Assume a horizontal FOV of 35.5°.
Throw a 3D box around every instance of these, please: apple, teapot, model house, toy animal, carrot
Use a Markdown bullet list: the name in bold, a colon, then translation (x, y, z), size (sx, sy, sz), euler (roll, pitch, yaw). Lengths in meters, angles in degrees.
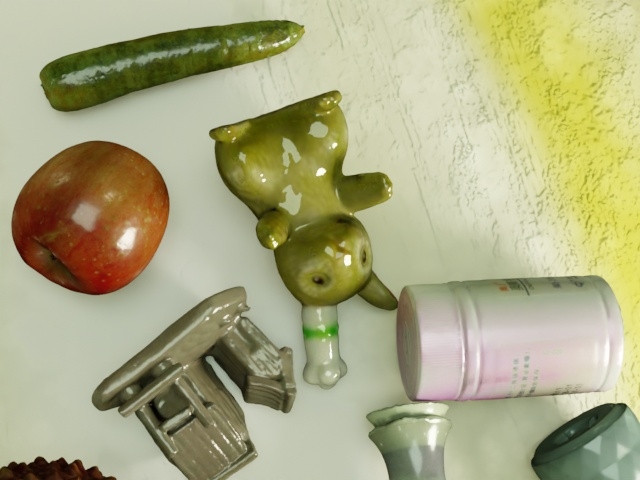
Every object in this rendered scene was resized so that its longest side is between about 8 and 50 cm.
- **apple**: translation (-0.281, -0.027, 1.224), size (0.181, 0.181, 0.168), euler (27, 56, 0)
- **teapot**: translation (0.124, 0.328, 1.204), size (0.183, 0.183, 0.251), euler (-4, 69, -7)
- **model house**: translation (-0.135, 0.190, 1.221), size (0.229, 0.122, 0.188), euler (-38, 86, -13)
- **toy animal**: translation (0.001, -0.010, 1.245), size (0.181, 0.180, 0.363), euler (-24, 84, -15)
- **carrot**: translation (-0.191, -0.243, 1.325), size (0.358, 0.074, 0.074), euler (-16, 81, -10)

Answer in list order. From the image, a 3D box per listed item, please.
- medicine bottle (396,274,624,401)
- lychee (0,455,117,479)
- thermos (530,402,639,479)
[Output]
- **medicine bottle**: translation (0.232, 0.123, 1.257), size (0.254, 0.152, 0.152), euler (-2, 79, -7)
- **lychee**: translation (-0.307, 0.392, 1.070), size (0.306, 0.330, 0.306), euler (-13, 113, -33)
- **thermos**: translation (0.382, 0.360, 1.239), size (0.182, 0.145, 0.286), euler (-34, 85, 19)
